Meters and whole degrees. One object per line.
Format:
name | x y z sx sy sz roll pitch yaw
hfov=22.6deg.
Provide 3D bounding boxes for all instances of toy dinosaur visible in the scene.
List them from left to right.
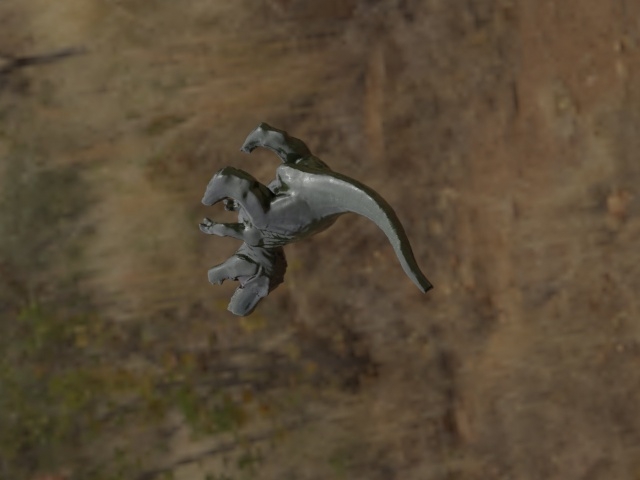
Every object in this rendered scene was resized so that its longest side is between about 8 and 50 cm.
toy dinosaur | 0.000 0.000 1.198 0.087 0.179 0.187 -54 -5 -34
